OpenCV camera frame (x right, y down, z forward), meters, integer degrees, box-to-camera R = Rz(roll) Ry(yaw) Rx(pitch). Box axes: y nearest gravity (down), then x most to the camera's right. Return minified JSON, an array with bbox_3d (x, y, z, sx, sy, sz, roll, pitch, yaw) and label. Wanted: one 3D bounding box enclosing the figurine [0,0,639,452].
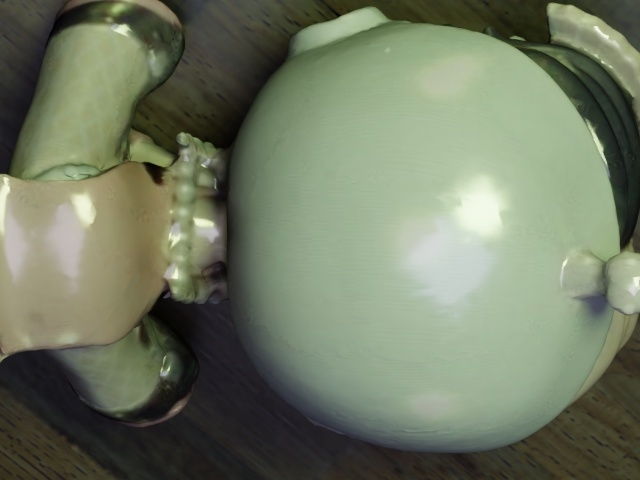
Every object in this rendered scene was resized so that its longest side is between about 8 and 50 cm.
[{"bbox_3d":[0.001,0.008,1.045,0.361,0.211,0.253,0,120,7],"label":"figurine"}]
